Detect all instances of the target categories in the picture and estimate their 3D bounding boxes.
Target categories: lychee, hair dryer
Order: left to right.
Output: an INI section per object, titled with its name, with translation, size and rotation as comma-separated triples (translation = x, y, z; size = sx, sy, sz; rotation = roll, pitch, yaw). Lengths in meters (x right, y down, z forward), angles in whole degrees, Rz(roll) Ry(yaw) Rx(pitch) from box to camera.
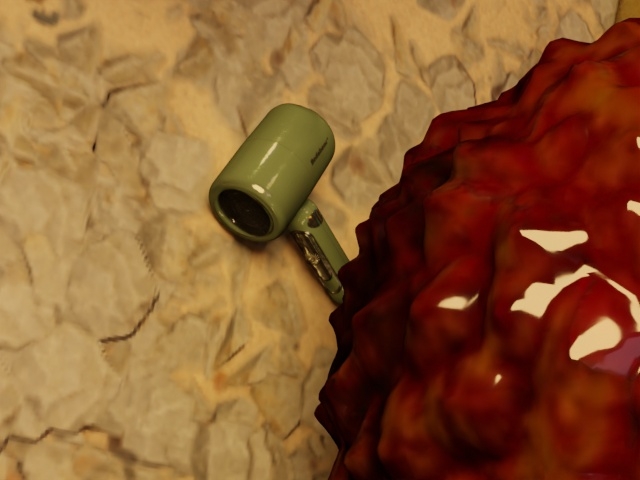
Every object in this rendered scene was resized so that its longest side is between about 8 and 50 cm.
[hair dryer]
translation = 0.000, 0.000, 0.633
size = 0.150, 0.047, 0.071
rotation = 57, 50, -29
[lychee]
translation = 0.215, 0.107, 0.569
size = 0.500, 0.425, 0.424
rotation = 48, 54, -47

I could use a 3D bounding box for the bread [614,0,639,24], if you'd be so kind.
[bread]
translation = 0.312, -0.097, 0.889
size = 0.185, 0.114, 0.274
rotation = 33, 61, -36
